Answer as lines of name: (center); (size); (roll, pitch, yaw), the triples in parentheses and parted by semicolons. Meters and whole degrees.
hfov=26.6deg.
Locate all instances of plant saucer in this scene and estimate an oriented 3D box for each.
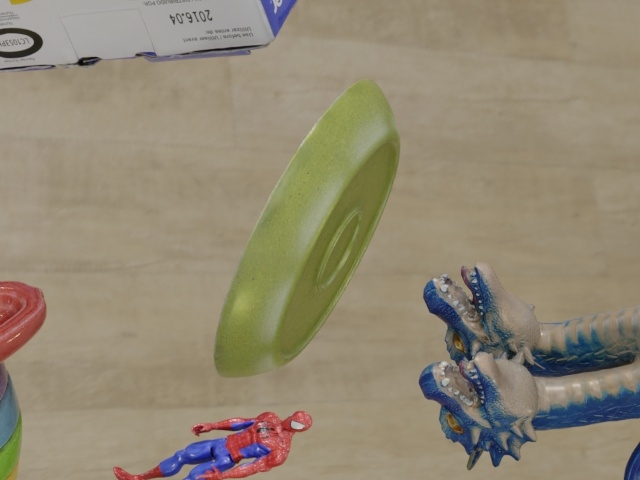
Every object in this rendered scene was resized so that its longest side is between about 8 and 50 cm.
plant saucer: (0.000, 0.000, 0.979); (0.037, 0.241, 0.241); (28, 61, 12)

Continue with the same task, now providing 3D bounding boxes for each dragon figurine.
dragon figurine: (0.169, 0.070, 0.536); (0.289, 0.144, 0.085); (27, 51, -31)

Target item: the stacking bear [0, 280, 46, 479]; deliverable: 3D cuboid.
stacking bear: (-0.315, 0.182, 1.118); (0.164, 0.175, 0.289); (-44, 141, -49)

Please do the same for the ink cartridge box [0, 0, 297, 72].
ink cartridge box: (-0.169, -0.277, 0.987); (0.151, 0.270, 0.395); (-64, 144, -45)

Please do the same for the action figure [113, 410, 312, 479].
action figure: (-0.058, 0.119, 0.744); (0.115, 0.030, 0.038); (-22, 48, 5)
